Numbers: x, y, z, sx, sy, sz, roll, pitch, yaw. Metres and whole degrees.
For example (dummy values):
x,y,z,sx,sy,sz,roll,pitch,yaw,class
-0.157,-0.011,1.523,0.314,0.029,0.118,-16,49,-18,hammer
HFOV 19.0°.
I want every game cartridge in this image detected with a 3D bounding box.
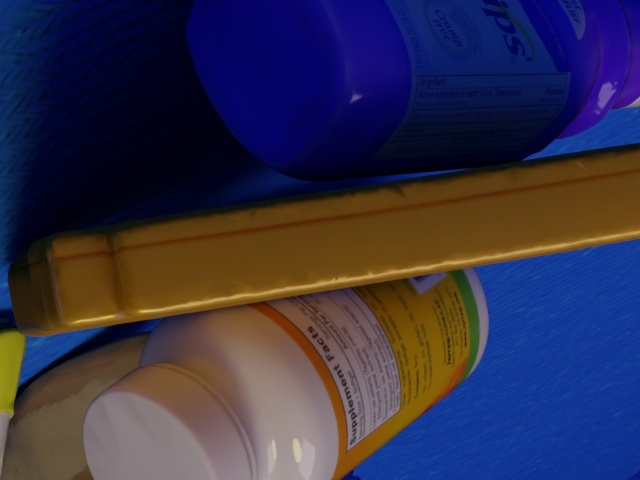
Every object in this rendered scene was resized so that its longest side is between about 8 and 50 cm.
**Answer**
x,y,z,sx,sy,sz,roll,pitch,yaw,class
0.000,0.000,0.922,0.285,0.052,0.324,-9,177,-13,game cartridge

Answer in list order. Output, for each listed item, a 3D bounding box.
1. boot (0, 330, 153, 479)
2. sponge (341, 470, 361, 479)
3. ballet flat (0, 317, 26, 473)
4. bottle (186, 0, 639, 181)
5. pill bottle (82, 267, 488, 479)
x,y,z,sx,sy,sz,roll,pitch,yaw,class
-0.142,0.147,1.327,0.295,0.104,0.211,-38,168,21,boot
-0.054,0.213,1.477,0.117,0.031,0.210,-44,157,13,sponge
-0.236,0.135,1.160,0.231,0.077,0.077,-40,166,31,ballet flat
0.070,-0.092,0.920,0.283,0.118,0.092,-6,145,-46,bottle
-0.020,0.079,1.133,0.246,0.136,0.136,-32,170,-44,pill bottle
